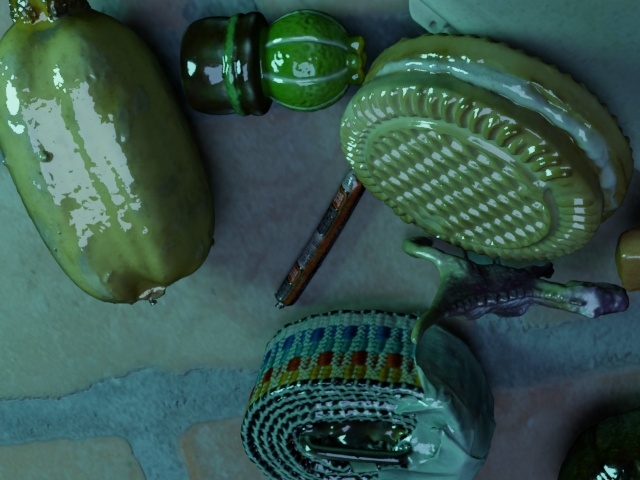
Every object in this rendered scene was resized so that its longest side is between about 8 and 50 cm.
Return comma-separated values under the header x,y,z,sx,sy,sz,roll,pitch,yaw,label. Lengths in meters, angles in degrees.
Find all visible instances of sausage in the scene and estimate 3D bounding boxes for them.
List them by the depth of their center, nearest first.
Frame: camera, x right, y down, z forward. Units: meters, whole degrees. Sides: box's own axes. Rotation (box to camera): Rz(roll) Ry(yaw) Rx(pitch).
x,y,z,sx,sy,sz,roll,pitch,yaw,label
0.000,0.000,0.963,0.028,0.025,0.198,44,122,22,sausage

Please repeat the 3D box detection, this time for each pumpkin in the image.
x,y,z,sx,sy,sz,roll,pitch,yaw,label
0.367,0.279,0.978,0.238,0.159,0.238,6,117,11,pumpkin

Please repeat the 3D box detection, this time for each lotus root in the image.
x,y,z,sx,sy,sz,roll,pitch,yaw,label
-0.209,-0.098,0.877,0.169,0.151,0.342,-17,112,3,lotus root

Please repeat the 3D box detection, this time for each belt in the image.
x,y,z,sx,sy,sz,roll,pitch,yaw,label
0.053,0.183,0.987,0.258,0.150,0.207,4,129,10,belt

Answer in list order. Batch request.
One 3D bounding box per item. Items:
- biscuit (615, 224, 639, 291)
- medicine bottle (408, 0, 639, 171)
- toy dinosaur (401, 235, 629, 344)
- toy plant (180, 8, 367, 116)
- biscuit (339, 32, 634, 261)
x,y,z,sx,sy,sz,roll,pitch,yaw,label
0.407,-0.020,0.807,0.306,0.043,0.284,-19,144,9,biscuit
0.230,-0.230,0.730,0.375,0.123,0.282,36,123,-11,medicine bottle
0.141,0.046,0.869,0.251,0.200,0.072,8,95,-29,toy dinosaur
-0.039,-0.158,0.843,0.162,0.093,0.092,-3,119,8,toy plant
0.136,-0.071,0.806,0.259,0.079,0.259,25,159,10,biscuit
